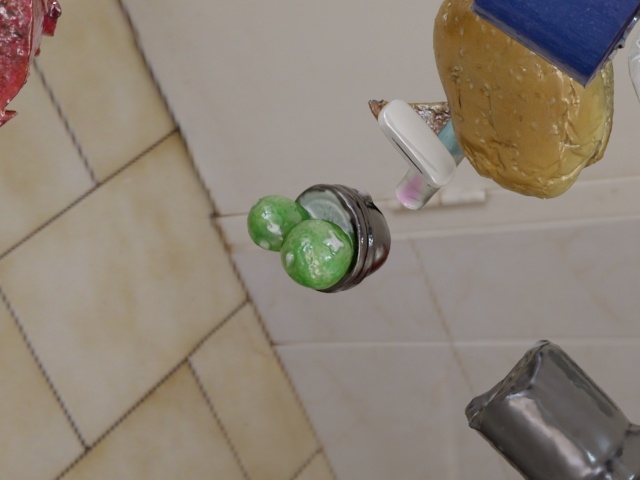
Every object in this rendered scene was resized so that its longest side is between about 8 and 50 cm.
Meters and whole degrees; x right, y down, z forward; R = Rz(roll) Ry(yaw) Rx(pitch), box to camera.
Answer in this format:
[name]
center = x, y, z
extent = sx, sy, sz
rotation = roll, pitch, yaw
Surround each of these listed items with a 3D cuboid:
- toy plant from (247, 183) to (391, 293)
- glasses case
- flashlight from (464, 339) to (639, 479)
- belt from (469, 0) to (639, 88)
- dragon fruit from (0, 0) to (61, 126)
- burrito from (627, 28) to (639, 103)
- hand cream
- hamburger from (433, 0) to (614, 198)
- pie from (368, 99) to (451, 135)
[toy plant]
center = 0.000, 0.000, 1.970
extent = 0.235, 0.218, 0.175
rotation = -2, 116, -45
[glasses case]
center = 0.157, -0.156, 2.014
extent = 0.164, 0.041, 0.063
rotation = 48, 61, -13
[flashlight]
center = 0.287, 0.253, 0.940
extent = 0.424, 0.103, 0.103
rotation = 46, 46, 7
[belt]
center = 0.248, -0.284, 0.896
extent = 0.347, 0.117, 0.212
rotation = -57, 173, 17
[dragon fruit]
center = -0.518, -0.346, 1.702
extent = 0.386, 0.371, 0.249
rotation = 60, 22, -19
[burrito]
center = 0.566, -0.145, 1.576
extent = 0.445, 0.101, 0.139
rotation = 19, 51, -29
[hand cream]
center = 0.243, -0.173, 2.284
extent = 0.111, 0.312, 0.070
rotation = -8, 61, -34
[hamburger]
center = 0.252, -0.192, 1.564
extent = 0.145, 0.259, 0.283
rotation = -36, 123, -29
[pie]
center = 0.180, -0.228, 2.365
extent = 0.033, 0.191, 0.088
rotation = 68, 29, -57
